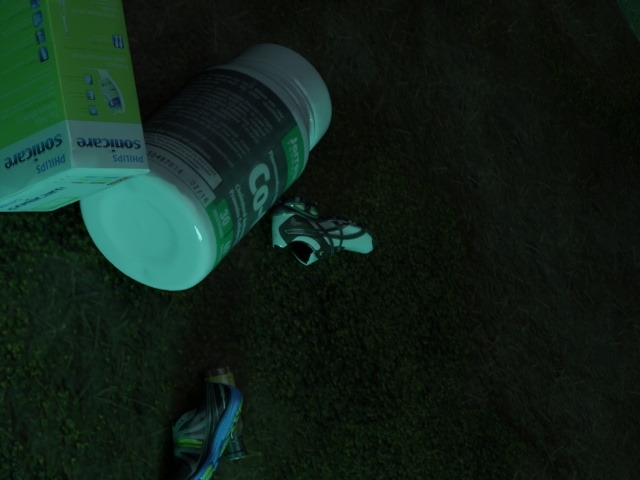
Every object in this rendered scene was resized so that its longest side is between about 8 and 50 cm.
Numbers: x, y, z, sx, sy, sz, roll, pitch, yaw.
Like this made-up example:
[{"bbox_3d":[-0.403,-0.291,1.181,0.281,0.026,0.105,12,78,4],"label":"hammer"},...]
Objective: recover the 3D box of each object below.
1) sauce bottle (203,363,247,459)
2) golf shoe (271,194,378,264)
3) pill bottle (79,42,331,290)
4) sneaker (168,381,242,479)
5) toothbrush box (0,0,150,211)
[{"bbox_3d":[-0.128,0.235,1.779,0.042,0.042,0.128,-8,82,-48],"label":"sauce bottle"},{"bbox_3d":[0.000,0.000,1.979,0.198,0.077,0.093,21,73,-34],"label":"golf shoe"},{"bbox_3d":[-0.142,-0.112,1.756,0.204,0.204,0.361,57,45,-17],"label":"pill bottle"},{"bbox_3d":[-0.169,0.271,1.715,0.078,0.067,0.188,22,67,9],"label":"sneaker"},{"bbox_3d":[-0.336,-0.194,1.577,0.122,0.206,0.283,-1,77,-47],"label":"toothbrush box"}]
